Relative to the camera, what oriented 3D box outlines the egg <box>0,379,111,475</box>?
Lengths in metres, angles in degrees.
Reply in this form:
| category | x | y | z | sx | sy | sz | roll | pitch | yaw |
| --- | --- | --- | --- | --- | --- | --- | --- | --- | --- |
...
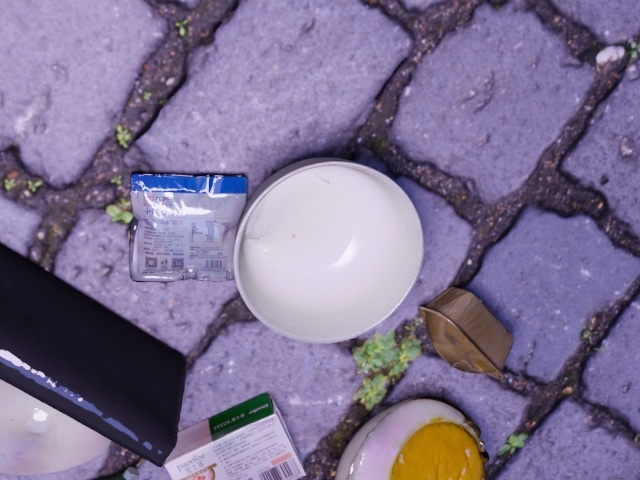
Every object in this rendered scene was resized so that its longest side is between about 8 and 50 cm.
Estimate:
| category | x | y | z | sx | sy | sz | roll | pitch | yaw |
| --- | --- | --- | --- | --- | --- | --- | --- | --- | --- |
| egg | -0.425 | 0.251 | 1.305 | 0.270 | 0.162 | 0.207 | -14 | 114 | -9 |

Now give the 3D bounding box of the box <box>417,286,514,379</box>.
| category | x | y | z | sx | sy | sz | roll | pitch | yaw |
| --- | --- | --- | --- | --- | --- | --- | --- | --- | --- |
| box | 0.235 | 0.155 | 1.460 | 0.111 | 0.111 | 0.177 | -42 | 113 | 4 |

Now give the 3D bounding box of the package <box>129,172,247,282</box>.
| category | x | y | z | sx | sy | sz | roll | pitch | yaw |
| --- | --- | --- | --- | --- | --- | --- | --- | --- | --- |
| package | -0.195 | -0.017 | 1.332 | 0.171 | 0.027 | 0.173 | 2 | 109 | -10 |

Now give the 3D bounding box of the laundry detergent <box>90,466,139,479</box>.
| category | x | y | z | sx | sy | sz | roll | pitch | yaw |
| --- | --- | --- | --- | --- | --- | --- | --- | --- | --- |
| laundry detergent | -0.366 | 0.447 | 1.448 | 0.137 | 0.063 | 0.211 | 32 | 100 | -15 |

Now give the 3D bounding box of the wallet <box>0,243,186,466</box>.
| category | x | y | z | sx | sy | sz | roll | pitch | yaw |
| --- | --- | --- | --- | --- | --- | --- | --- | --- | --- |
| wallet | -0.365 | 0.139 | 1.244 | 0.406 | 0.228 | 0.062 | 37 | 110 | -23 |

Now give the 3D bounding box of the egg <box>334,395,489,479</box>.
| category | x | y | z | sx | sy | sz | roll | pitch | yaw |
| --- | --- | --- | --- | --- | --- | --- | --- | --- | --- |
| egg | 0.131 | 0.391 | 1.495 | 0.264 | 0.174 | 0.286 | 39 | 72 | -22 |

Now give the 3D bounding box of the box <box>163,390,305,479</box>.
| category | x | y | z | sx | sy | sz | roll | pitch | yaw |
| --- | --- | --- | --- | --- | --- | --- | --- | --- | --- |
| box | -0.141 | 0.352 | 1.456 | 0.199 | 0.081 | 0.135 | -25 | 113 | -5 |

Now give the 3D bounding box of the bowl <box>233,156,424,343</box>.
| category | x | y | z | sx | sy | sz | roll | pitch | yaw |
| --- | --- | --- | --- | --- | --- | --- | --- | --- | --- |
| bowl | 0.000 | 0.000 | 1.320 | 0.276 | 0.145 | 0.277 | -5 | 111 | -13 |
